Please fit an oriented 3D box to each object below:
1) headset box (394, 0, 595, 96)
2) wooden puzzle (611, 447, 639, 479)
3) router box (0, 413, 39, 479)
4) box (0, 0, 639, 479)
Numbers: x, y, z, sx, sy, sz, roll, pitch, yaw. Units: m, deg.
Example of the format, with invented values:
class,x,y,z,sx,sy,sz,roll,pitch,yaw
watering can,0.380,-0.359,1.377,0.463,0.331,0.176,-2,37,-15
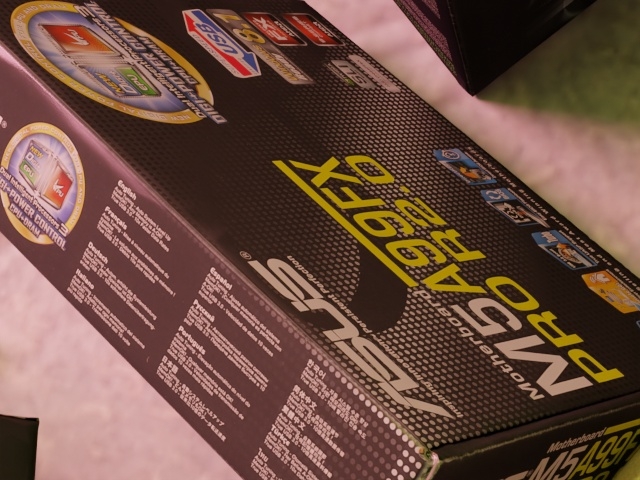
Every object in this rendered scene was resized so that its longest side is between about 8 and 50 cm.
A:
class,x,y,z,sx,sy,sz,roll,pitch,yaw
headset box,0.109,-0.200,0.745,0.246,0.283,0.131,-38,78,2
wooden puzzle,0.153,0.266,0.644,0.322,0.080,0.348,40,90,22
router box,-0.161,0.167,0.768,0.133,0.046,0.179,-31,52,54
box,0.000,0.000,0.730,0.270,0.216,0.060,42,117,28
